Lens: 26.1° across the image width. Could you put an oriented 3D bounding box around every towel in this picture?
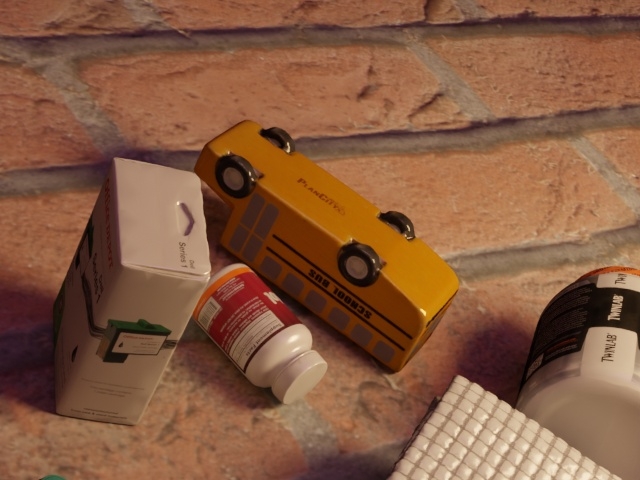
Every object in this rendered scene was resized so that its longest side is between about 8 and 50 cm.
[{"bbox_3d":[0.154,0.299,1.344,0.235,0.121,0.283,35,50,4],"label":"towel"}]

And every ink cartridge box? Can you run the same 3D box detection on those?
[{"bbox_3d":[-0.192,0.050,1.373,0.093,0.219,0.160,11,39,-22],"label":"ink cartridge box"}]

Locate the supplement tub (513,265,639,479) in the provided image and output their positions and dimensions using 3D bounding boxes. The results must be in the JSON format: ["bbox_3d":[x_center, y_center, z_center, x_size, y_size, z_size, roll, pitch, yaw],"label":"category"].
[{"bbox_3d":[0.329,0.160,1.575,0.194,0.193,0.316,29,28,2],"label":"supplement tub"}]

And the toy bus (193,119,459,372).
[{"bbox_3d":[0.000,0.000,1.630,0.333,0.130,0.108,35,38,11],"label":"toy bus"}]

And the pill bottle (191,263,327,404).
[{"bbox_3d":[-0.065,0.103,1.503,0.086,0.086,0.152,-21,58,-45],"label":"pill bottle"}]

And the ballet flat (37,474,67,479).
[{"bbox_3d":[-0.184,0.289,1.218,0.203,0.074,0.074,38,37,12],"label":"ballet flat"}]
